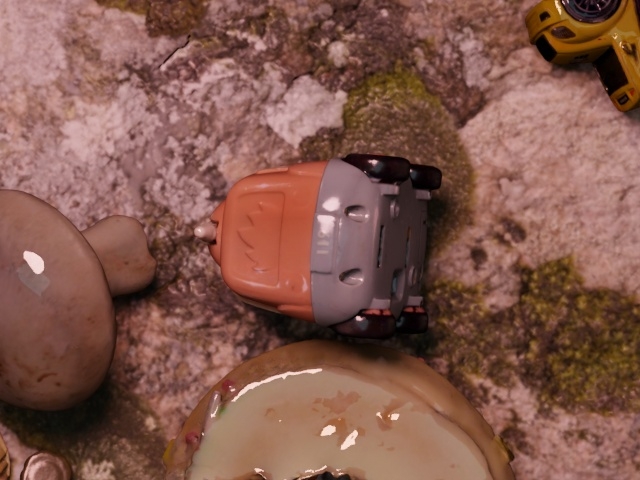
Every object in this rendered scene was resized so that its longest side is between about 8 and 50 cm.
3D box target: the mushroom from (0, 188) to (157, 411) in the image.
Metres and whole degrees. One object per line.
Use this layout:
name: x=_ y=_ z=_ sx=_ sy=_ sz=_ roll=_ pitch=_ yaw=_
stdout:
mushroom: x=-0.285 y=0.047 z=1.602 sx=0.243 sy=0.243 sz=0.243 roll=0 pitch=86 yaw=0

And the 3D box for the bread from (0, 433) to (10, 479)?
bread: x=-0.436 y=0.183 z=1.626 sx=0.136 sy=0.107 sz=0.241 roll=-28 pitch=86 yaw=1

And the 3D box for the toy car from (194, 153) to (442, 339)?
toy car: x=0.000 y=0.000 z=1.575 sx=0.212 sy=0.270 sz=0.180 roll=5 pitch=91 yaw=19

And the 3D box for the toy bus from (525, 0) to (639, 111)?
toy bus: x=0.393 y=-0.231 z=1.633 sx=0.331 sy=0.145 sz=0.151 roll=-13 pitch=88 yaw=-2

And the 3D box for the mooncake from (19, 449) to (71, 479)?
mooncake: x=-0.385 y=0.377 z=1.637 sx=0.347 sy=0.057 sz=0.150 roll=-36 pitch=82 yaw=-2

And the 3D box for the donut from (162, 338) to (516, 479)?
donut: x=0.038 y=0.265 z=1.598 sx=0.371 sy=0.150 sz=0.307 roll=44 pitch=87 yaw=2
